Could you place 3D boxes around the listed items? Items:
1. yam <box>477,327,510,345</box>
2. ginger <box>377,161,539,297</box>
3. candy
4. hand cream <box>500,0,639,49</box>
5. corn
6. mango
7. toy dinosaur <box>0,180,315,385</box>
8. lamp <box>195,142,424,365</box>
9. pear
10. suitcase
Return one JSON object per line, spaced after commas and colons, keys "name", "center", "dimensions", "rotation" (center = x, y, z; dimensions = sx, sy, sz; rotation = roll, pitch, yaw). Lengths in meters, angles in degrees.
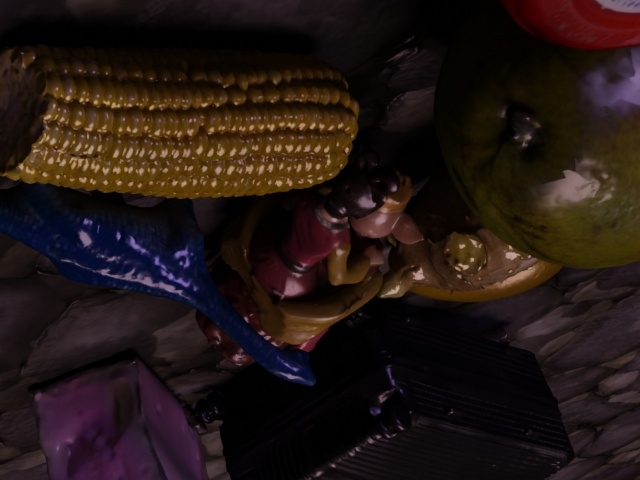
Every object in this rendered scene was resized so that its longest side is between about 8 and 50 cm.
{"name": "yam", "center": [0.090, 0.139, 1.681], "dimensions": [0.234, 0.029, 0.027], "rotation": [-17, 130, -4]}
{"name": "ginger", "center": [0.126, -0.021, 1.218], "dimensions": [0.216, 0.102, 0.157], "rotation": [-34, -163, -17]}
{"name": "candy", "center": [-0.169, 0.221, 1.471], "dimensions": [0.116, 0.155, 0.265], "rotation": [-18, 157, 2]}
{"name": "hand cream", "center": [0.169, -0.213, 0.794], "dimensions": [0.230, 0.149, 0.230], "rotation": [-17, 154, -9]}
{"name": "corn", "center": [-0.088, -0.072, 0.962], "dimensions": [0.244, 0.093, 0.093], "rotation": [-3, 152, -35]}
{"name": "mango", "center": [0.136, 0.010, 1.349], "dimensions": [0.161, 0.076, 0.103], "rotation": [-11, -156, 13]}
{"name": "toy dinosaur", "center": [-0.130, 0.020, 1.013], "dimensions": [0.248, 0.188, 0.075], "rotation": [3, 140, -41]}
{"name": "lamp", "center": [0.000, 0.000, 1.175], "dimensions": [0.118, 0.118, 0.253], "rotation": [-1, 147, -39]}
{"name": "pear", "center": [0.177, -0.085, 1.006], "dimensions": [0.212, 0.212, 0.269], "rotation": [-36, 167, 33]}
{"name": "suitcase", "center": [0.074, 0.197, 1.584], "dimensions": [0.230, 0.152, 0.335], "rotation": [-35, 146, 28]}
